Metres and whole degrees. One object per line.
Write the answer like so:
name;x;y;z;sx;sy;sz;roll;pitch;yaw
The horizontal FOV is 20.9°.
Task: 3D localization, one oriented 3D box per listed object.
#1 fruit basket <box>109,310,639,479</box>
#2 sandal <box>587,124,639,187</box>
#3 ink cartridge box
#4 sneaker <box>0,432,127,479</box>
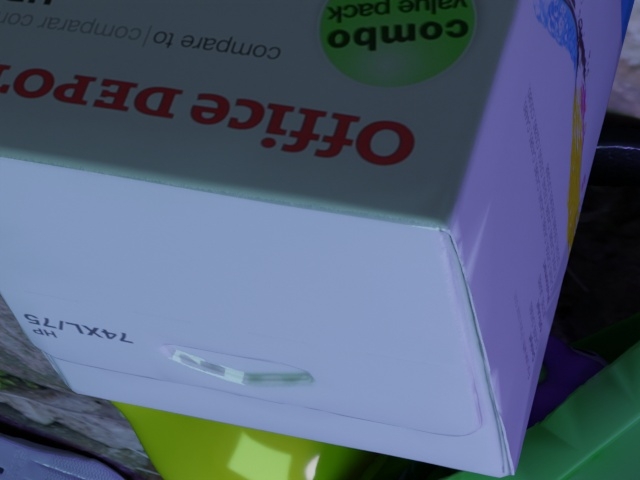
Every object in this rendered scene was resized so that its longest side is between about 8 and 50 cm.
fruit basket;0.039;0.105;0.994;0.392;0.283;0.392;30;134;36
sandal;0.097;-0.057;0.933;0.179;0.040;0.067;3;158;-1
ink cartridge box;0.004;-0.080;0.679;0.198;0.270;0.197;9;152;17
sneaker;-0.275;0.233;1.669;0.258;0.094;0.091;29;170;-12
